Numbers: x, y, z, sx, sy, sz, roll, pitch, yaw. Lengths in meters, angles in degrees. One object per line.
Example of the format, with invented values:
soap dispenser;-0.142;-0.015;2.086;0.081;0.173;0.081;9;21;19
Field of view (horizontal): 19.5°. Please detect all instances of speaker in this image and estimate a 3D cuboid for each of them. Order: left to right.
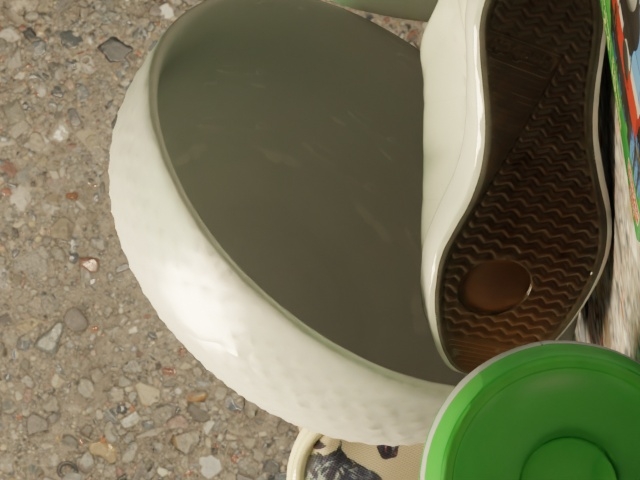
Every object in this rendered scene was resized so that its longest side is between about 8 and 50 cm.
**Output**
speaker;0.108;0.119;0.888;0.296;0.131;0.131;71;-165;-82

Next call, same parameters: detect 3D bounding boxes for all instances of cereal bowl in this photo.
cereal bowl;0.000;0.000;1.244;0.141;0.339;0.339;-46;32;36

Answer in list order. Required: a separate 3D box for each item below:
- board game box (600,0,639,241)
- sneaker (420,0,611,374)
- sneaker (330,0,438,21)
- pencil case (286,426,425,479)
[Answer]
board game box;0.121;-0.120;0.627;0.211;0.039;0.160;83;-177;-60
sneaker;0.109;-0.060;1.076;0.123;0.106;0.290;-106;18;-54
sneaker;0.045;-0.297;1.351;0.130;0.323;0.236;-8;-66;-46
pencil case;0.048;0.099;1.496;0.183;0.160;0.410;54;-168;-19
